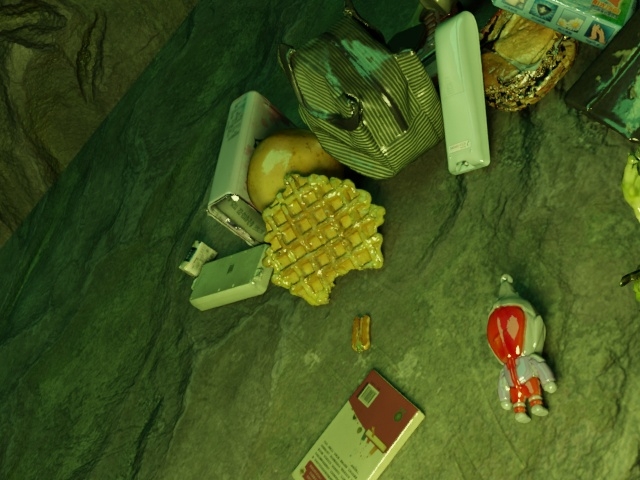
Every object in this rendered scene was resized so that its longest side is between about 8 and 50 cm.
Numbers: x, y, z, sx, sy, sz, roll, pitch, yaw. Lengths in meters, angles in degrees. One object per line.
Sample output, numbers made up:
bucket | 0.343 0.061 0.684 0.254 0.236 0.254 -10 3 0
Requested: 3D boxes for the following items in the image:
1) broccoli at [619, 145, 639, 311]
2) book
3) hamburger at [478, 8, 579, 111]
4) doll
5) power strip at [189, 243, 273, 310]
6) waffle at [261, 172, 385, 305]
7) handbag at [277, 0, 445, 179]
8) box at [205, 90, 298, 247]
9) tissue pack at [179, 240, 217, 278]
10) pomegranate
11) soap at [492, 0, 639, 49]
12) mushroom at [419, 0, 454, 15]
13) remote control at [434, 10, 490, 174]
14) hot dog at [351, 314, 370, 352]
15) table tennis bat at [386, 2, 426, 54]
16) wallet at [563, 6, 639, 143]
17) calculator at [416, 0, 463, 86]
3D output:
broccoli | 0.494 -0.028 0.912 0.348 0.281 0.293 -27 27 36
book | 0.057 0.337 1.351 0.232 0.022 0.162 -53 30 -2
hamburger | 0.377 -0.349 1.551 0.231 0.107 0.231 -28 40 26
doll | 0.286 0.148 1.199 0.102 0.075 0.227 -37 43 39
power strip | -0.201 0.085 1.902 0.270 0.046 0.118 -18 43 43
waffle | 0.001 0.000 1.628 0.291 0.051 0.291 3 96 26
handbag | 0.079 -0.303 1.638 0.247 0.240 0.340 -36 54 -10
box | -0.154 -0.167 1.960 0.112 0.190 0.369 -27 38 34
tissue pack | -0.304 0.049 2.050 0.042 0.062 0.083 11 68 49
pomegranate | -0.054 -0.139 1.781 0.233 0.233 0.233 -32 37 28
soap | 0.439 -0.440 1.447 0.077 0.293 0.156 105 -172 -64
mushroom | 0.291 -0.612 1.799 0.243 0.243 0.243 -32 37 28
remote control | 0.258 -0.275 1.543 0.103 0.051 0.293 -15 80 58
hot dog | 0.076 0.170 1.495 0.037 0.021 0.083 -10 45 20
table tennis bat | 0.197 -0.473 1.904 0.138 0.022 0.246 -4 52 54
wallet | 0.549 -0.313 1.318 0.321 0.044 0.170 -49 52 5
calculator | 0.246 -0.431 1.852 0.220 0.048 0.329 -35 33 27
